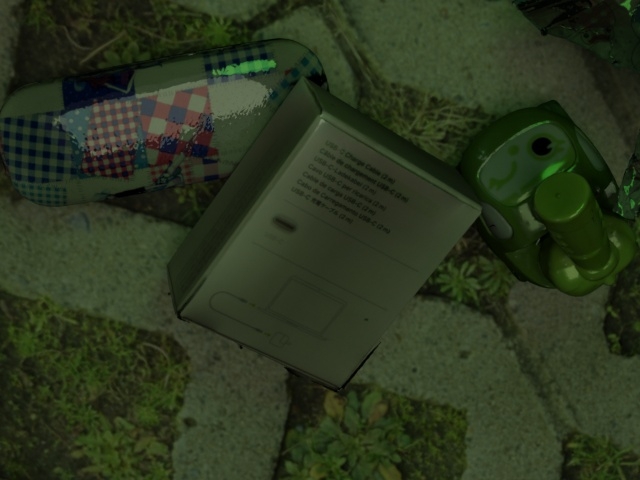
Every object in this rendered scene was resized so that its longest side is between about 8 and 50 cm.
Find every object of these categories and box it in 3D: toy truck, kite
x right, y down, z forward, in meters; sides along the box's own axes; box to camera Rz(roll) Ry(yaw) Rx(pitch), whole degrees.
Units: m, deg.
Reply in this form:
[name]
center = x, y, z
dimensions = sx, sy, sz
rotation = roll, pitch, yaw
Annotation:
[toy truck]
center = 0.241, -0.025, 1.156
dimensions = 0.148, 0.210, 0.187
rotation = -36, 124, 2
[kite]
center = 0.337, -0.160, 1.099
dimensions = 0.335, 0.011, 0.314
rotation = 27, 75, 3

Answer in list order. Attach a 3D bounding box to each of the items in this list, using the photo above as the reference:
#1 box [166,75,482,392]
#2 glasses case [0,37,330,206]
[box]
center = 0.000, 0.000, 1.129
dimensions = 0.203, 0.106, 0.252
rotation = 28, 111, -26
[glasses case]
center = -0.151, -0.117, 1.132
dimensions = 0.327, 0.076, 0.125
rotation = -11, 107, -6
